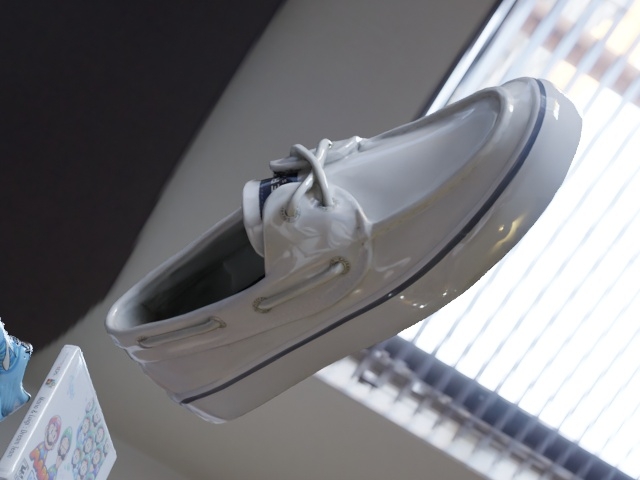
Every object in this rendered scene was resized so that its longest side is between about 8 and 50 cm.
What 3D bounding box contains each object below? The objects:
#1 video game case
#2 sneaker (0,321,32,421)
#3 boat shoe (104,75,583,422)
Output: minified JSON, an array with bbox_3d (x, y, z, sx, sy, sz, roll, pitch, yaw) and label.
[{"bbox_3d":[-0.224,0.194,1.053,0.143,0.019,0.157,-69,159,-44],"label":"video game case"},{"bbox_3d":[-0.334,0.106,1.249,0.073,0.063,0.162,-21,117,-36],"label":"sneaker"},{"bbox_3d":[0.000,0.000,0.568,0.258,0.084,0.095,-38,-150,25],"label":"boat shoe"}]
